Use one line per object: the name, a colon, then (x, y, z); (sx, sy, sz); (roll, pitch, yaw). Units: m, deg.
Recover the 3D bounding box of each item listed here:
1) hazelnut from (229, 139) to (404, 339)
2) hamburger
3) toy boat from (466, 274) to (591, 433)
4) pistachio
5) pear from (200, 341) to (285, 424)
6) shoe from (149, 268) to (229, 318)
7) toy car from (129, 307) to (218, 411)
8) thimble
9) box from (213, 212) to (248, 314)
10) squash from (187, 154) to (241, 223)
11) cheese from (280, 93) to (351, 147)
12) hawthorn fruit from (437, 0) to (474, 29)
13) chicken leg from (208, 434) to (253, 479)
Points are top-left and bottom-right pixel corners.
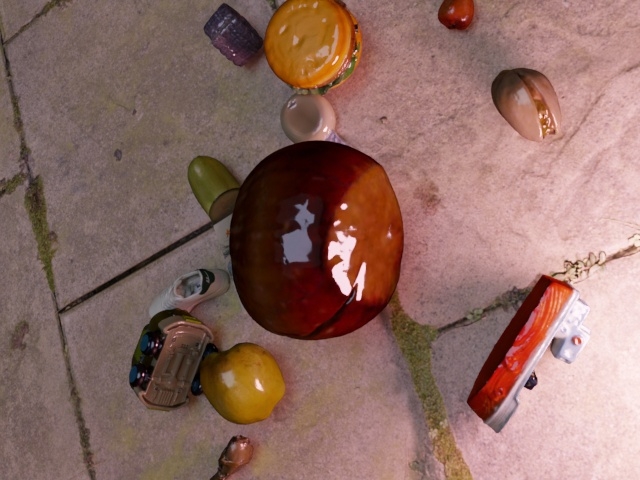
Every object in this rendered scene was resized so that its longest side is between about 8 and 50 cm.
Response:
hazelnut: (0.000, 0.000, 1.637); (0.402, 0.402, 0.430); (-4, 87, 29)
hamburger: (-0.008, -0.471, 1.826); (0.246, 0.170, 0.246); (1, 91, 28)
toy boat: (0.419, 0.236, 1.485); (0.133, 0.145, 0.332); (31, 99, 2)
pistachio: (0.433, -0.290, 1.577); (0.124, 0.124, 0.185); (-31, 74, 22)
pear: (-0.186, 0.335, 1.781); (0.199, 0.200, 0.200); (-6, 79, 29)
shoe: (-0.370, 0.139, 1.966); (0.264, 0.110, 0.095); (-28, 70, 20)
toy car: (-0.401, 0.290, 1.931); (0.198, 0.204, 0.248); (30, 99, 53)
thimble: (-0.229, -0.541, 1.981); (0.098, 0.150, 0.150); (-42, 64, 14)
box: (-0.153, 0.039, 1.880); (0.164, 0.069, 0.257); (-30, 68, 22)
squash: (-0.285, -0.151, 1.962); (0.123, 0.123, 0.187); (-45, 64, 16)
cheese: (-0.005, -0.276, 1.853); (0.227, 0.064, 0.137); (45, 106, 27)
hawthorn fruit: (0.312, -0.530, 1.707); (0.081, 0.081, 0.093); (15, 87, 31)
chicken leg: (-0.223, 0.551, 1.831); (0.069, 0.085, 0.198); (35, 115, 6)
